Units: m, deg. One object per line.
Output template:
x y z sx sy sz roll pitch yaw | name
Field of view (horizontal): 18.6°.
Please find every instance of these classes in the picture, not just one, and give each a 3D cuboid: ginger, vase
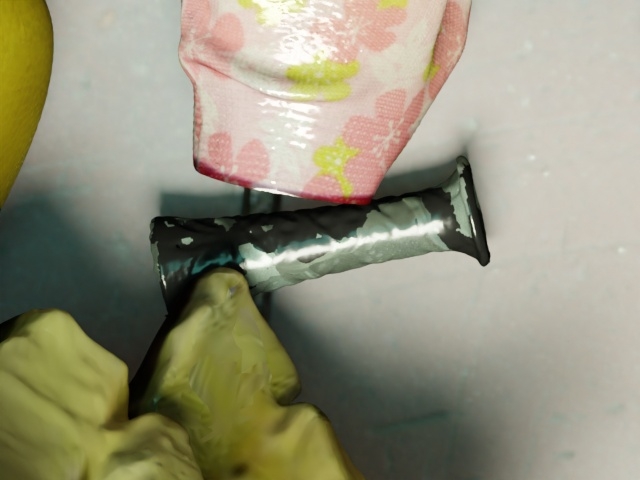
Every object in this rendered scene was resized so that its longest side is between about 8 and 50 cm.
-0.053 0.176 0.816 0.413 0.211 0.358 -1 80 -34 | ginger
0.000 0.000 0.991 0.167 0.059 0.059 -11 97 4 | vase

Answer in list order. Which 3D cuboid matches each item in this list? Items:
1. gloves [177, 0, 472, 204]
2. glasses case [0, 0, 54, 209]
0.011 -0.144 0.931 0.145 0.126 0.241 12 98 8 | gloves
-0.256 0.012 0.948 0.141 0.173 0.371 34 101 -1 | glasses case
